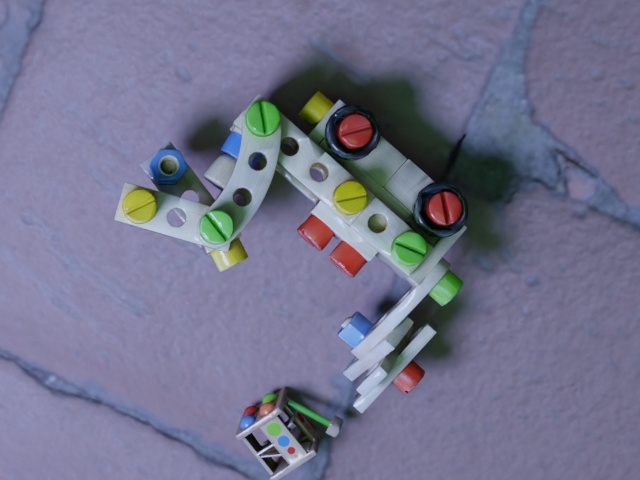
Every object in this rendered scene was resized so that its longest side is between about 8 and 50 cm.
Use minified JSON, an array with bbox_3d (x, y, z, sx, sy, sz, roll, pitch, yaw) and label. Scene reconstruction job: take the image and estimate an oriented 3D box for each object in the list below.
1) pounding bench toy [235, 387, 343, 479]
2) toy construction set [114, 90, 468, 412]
[{"bbox_3d":[-0.029,0.170,1.757,0.083,0.052,0.065,-34,102,14],"label":"pounding bench toy"},{"bbox_3d":[0.000,0.000,1.649,0.328,0.151,0.215,43,82,-17],"label":"toy construction set"}]
